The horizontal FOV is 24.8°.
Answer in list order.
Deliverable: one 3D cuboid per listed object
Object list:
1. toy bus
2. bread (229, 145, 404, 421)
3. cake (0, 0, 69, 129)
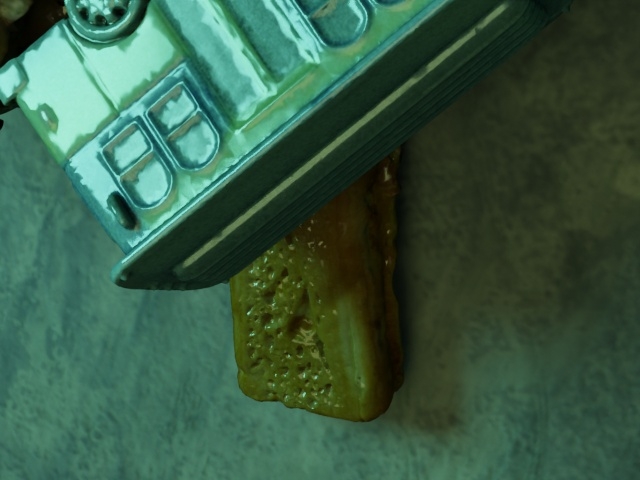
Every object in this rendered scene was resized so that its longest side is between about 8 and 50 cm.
[{"bbox_3d":[-0.025,-0.124,0.885,0.312,0.152,0.190,-38,75,16],"label":"toy bus"},{"bbox_3d":[-0.001,0.000,1.046,0.139,0.077,0.271,6,117,23],"label":"bread"},{"bbox_3d":[-0.289,-0.198,0.953,0.332,0.332,0.321,-14,115,31],"label":"cake"}]
